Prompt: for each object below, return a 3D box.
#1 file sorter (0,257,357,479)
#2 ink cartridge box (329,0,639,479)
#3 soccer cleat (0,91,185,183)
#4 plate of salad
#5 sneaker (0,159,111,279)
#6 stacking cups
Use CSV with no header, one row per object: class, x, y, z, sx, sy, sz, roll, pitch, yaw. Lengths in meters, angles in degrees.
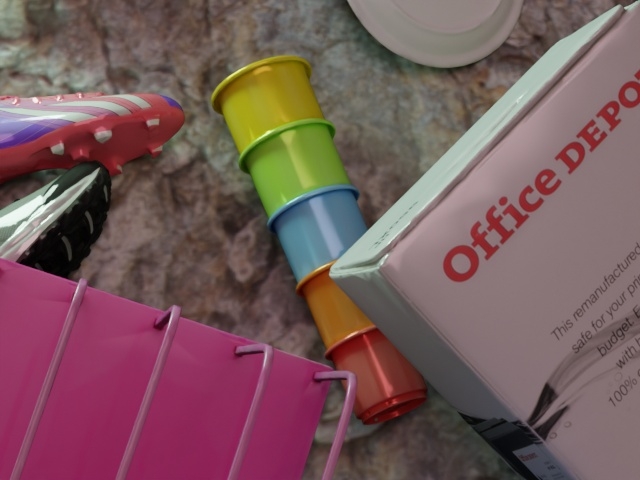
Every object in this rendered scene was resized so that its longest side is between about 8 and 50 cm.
file sorter,-0.140,0.143,1.072,0.291,0.182,0.202,19,81,-8
ink cartridge box,0.247,0.062,1.119,0.285,0.166,0.395,-45,97,-12
soccer cleat,-0.244,-0.097,1.272,0.248,0.083,0.095,-17,65,-8
plate of salad,0.100,-0.255,1.370,0.200,0.048,0.199,4,81,-24
sneaker,-0.285,0.016,1.211,0.271,0.100,0.108,-40,71,-18
stacking cups,0.000,0.000,1.240,0.096,0.096,0.316,-17,70,-11
